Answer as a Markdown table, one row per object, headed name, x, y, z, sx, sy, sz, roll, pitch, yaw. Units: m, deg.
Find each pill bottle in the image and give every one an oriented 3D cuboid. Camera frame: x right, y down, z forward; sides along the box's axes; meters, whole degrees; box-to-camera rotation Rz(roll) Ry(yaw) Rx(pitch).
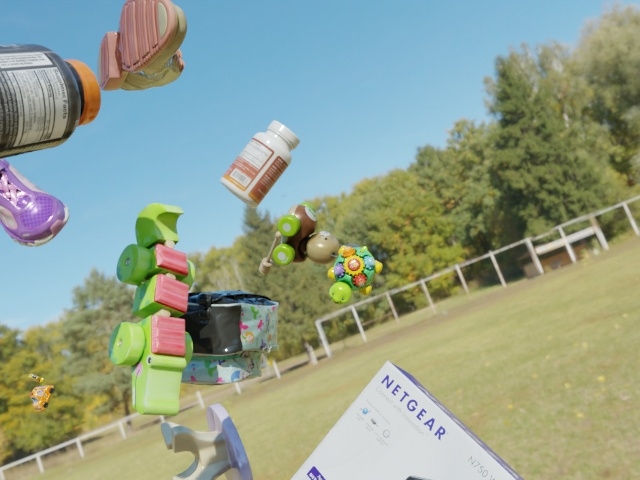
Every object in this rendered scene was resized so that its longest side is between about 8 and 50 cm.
| name | x | y | z | sx | sy | sz | roll | pitch | yaw |
| --- | --- | --- | --- | --- | --- | --- | --- | --- | --- |
| pill bottle | -0.153 | -0.202 | 1.743 | 0.216 | 0.121 | 0.121 | -52 | -7 | -5 |
| pill bottle | -0.377 | -0.162 | 0.783 | 0.130 | 0.131 | 0.245 | -26 | 2 | 32 |

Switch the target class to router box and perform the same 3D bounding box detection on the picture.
| name | x | y | z | sx | sy | sz | roll | pitch | yaw |
| --- | --- | --- | --- | --- | --- | --- | --- | --- | --- |
| router box | 0.114 | 0.377 | 0.860 | 0.301 | 0.335 | 0.082 | -52 | -43 | 1 |

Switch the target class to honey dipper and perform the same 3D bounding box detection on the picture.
| name | x | y | z | sx | sy | sz | roll | pitch | yaw |
| --- | --- | --- | --- | --- | --- | --- | --- | --- | --- |
| honey dipper | -0.127 | 0.029 | 1.735 | 0.030 | 0.030 | 0.161 | -16 | -32 | -33 |

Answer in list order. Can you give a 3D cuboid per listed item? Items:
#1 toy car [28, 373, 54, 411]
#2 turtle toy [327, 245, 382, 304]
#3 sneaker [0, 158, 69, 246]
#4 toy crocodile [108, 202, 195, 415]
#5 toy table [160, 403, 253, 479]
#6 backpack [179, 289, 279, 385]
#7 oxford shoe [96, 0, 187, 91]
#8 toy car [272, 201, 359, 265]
| name | x | y | z | sx | sy | sz | roll | pitch | yaw |
| --- | --- | --- | --- | --- | --- | --- | --- | --- | --- |
| toy car | -0.618 | 0.327 | 1.441 | 0.040 | 0.060 | 0.122 | 38 | -20 | -35 |
| turtle toy | 0.060 | 0.067 | 1.301 | 0.130 | 0.095 | 0.066 | -63 | -12 | -12 |
| sneaker | -0.502 | -0.076 | 1.069 | 0.095 | 0.236 | 0.105 | -48 | -31 | -19 |
| toy crocodile | -0.250 | 0.102 | 1.041 | 0.105 | 0.341 | 0.115 | -28 | -36 | 37 |
| toy table | -0.291 | 0.543 | 1.676 | 0.160 | 0.252 | 0.274 | -11 | 26 | -25 |
| backpack | -0.197 | 0.182 | 1.299 | 0.225 | 0.191 | 0.253 | -3 | 1 | 20 |
| oxford shoe | -0.336 | -0.392 | 1.350 | 0.146 | 0.141 | 0.397 | -1 | 1 | -33 |
| toy car | 0.000 | 0.000 | 1.641 | 0.188 | 0.149 | 0.155 | 15 | 20 | 11 |
